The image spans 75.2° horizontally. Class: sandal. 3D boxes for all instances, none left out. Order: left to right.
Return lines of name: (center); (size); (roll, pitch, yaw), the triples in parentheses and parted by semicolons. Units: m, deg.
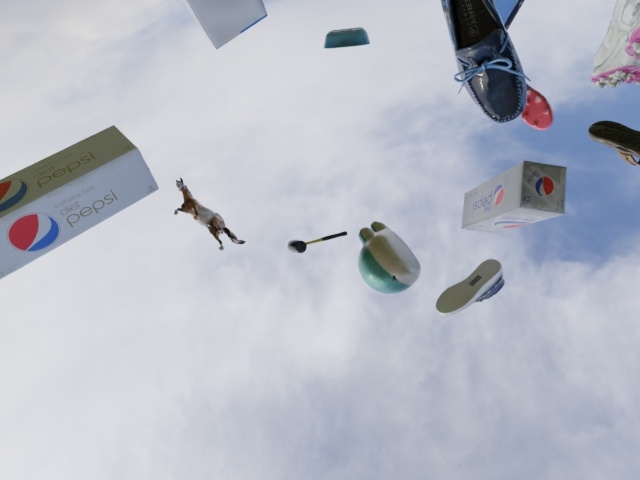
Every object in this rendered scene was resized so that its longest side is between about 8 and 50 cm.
sandal: (0.739, -0.212, 0.980); (0.090, 0.060, 0.219); (-41, -126, -17)

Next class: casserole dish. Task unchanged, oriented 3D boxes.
casserole dish: (0.065, -0.504, 1.032); (0.114, 0.037, 0.188); (-3, -151, 7)

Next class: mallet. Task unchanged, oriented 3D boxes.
mallet: (0.000, 0.000, 1.208); (0.189, 0.039, 0.062); (-14, -170, -20)

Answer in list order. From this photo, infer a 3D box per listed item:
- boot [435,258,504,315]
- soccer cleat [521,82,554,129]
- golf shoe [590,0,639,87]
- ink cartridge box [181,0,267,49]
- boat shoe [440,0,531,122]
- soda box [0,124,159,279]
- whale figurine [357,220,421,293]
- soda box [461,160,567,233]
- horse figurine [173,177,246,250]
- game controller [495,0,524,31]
boot: (0.369, 0.133, 1.008); (0.190, 0.086, 0.069); (-37, -139, 0)
soccer cleat: (0.622, -0.424, 1.249); (0.095, 0.083, 0.248); (-5, -127, -34)
golf shoe: (0.409, -0.274, 0.501); (0.115, 0.306, 0.140); (1, -84, 20)
ink cartridge box: (-0.283, -0.660, 1.076); (0.171, 0.168, 0.233); (-34, -119, 0)
boat shoe: (0.242, -0.301, 0.654); (0.109, 0.258, 0.089); (-26, -172, 34)
soda box: (-0.308, -0.045, 0.480); (0.216, 0.069, 0.074); (-37, -125, -22)
whale figurine: (0.181, 0.047, 1.199); (0.141, 0.216, 0.272); (-48, -162, 21)
soda box: (0.413, -0.083, 0.921); (0.091, 0.286, 0.098); (8, -98, -3)
horse figurine: (-0.353, -0.067, 1.282); (0.066, 0.263, 0.174); (-45, -153, 9)
game controller: (0.483, -0.639, 1.111); (0.166, 0.319, 0.067); (-10, -121, -21)
